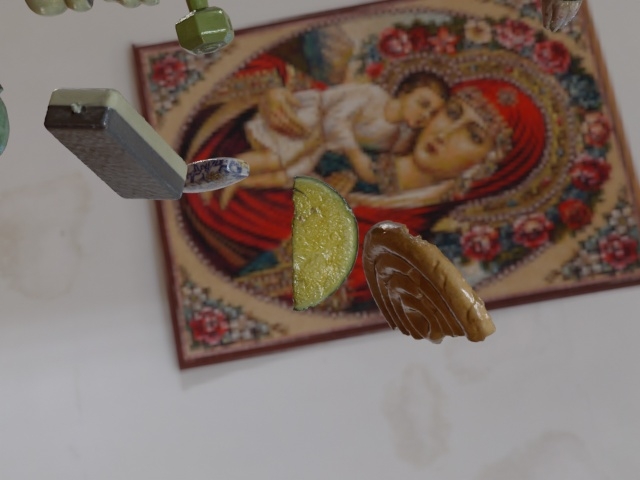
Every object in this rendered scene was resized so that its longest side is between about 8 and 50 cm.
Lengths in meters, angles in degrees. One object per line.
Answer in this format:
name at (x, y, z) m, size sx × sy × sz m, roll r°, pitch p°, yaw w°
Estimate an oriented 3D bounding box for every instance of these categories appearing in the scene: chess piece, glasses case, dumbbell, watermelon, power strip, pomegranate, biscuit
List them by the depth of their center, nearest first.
biscuit at (0.096, 0.046, 1.164) m, size 0.145 × 0.033 × 0.224 m, roll 60°, pitch -19°, yaw -12°
watermelon at (0.002, -0.002, 1.487) m, size 0.075 × 0.091 × 0.182 m, roll -132°, pitch -140°, yaw -79°
power strip at (-0.286, -0.136, 1.557) m, size 0.257 × 0.105 × 0.070 m, roll 50°, pitch 45°, yaw -63°
pomegranate at (0.359, -0.384, 1.567) m, size 0.138 × 0.125 × 0.163 m, roll 58°, pitch -5°, yaw 49°
chess piece at (-0.427, -0.478, 2.025) m, size 0.133 × 0.243 × 0.133 m, roll -10°, pitch 90°, yaw -88°
dumbbell at (-0.265, -0.534, 2.255) m, size 0.121 × 0.108 × 0.302 m, roll 10°, pitch 64°, yaw -80°
glasses case at (-0.263, -0.150, 2.548) m, size 0.248 × 0.086 × 0.065 m, roll -10°, pitch -107°, yaw 50°

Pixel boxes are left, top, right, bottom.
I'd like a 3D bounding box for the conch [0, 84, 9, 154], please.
conch at (-0.528, -0.179, 1.629) m, size 0.188 × 0.121 × 0.176 m, roll 106°, pitch -15°, yaw -51°
